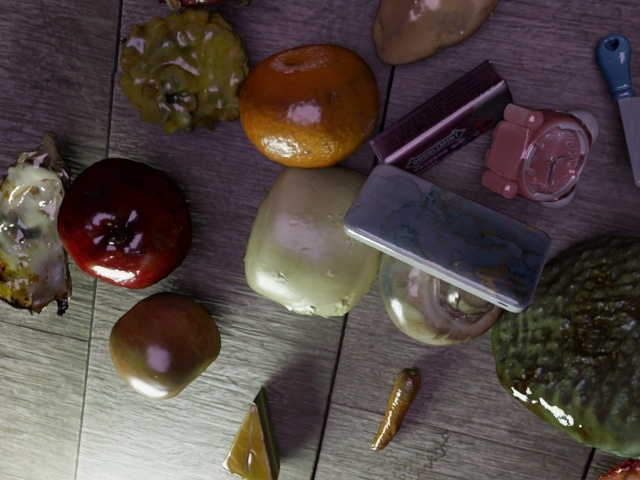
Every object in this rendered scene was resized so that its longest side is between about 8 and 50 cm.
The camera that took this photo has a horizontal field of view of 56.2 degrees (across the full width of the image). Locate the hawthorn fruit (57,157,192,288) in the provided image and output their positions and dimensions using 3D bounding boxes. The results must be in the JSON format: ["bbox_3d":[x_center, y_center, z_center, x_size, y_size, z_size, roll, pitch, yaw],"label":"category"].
[{"bbox_3d":[-0.329,-0.017,1.005,0.210,0.266,0.230,-40,108,4],"label":"hawthorn fruit"}]

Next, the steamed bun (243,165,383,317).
[{"bbox_3d":[0.000,0.000,1.015,0.232,0.166,0.273,27,105,4],"label":"steamed bun"}]

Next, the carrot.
[{"bbox_3d":[0.141,0.326,1.135,0.047,0.047,0.191,20,111,4],"label":"carrot"}]

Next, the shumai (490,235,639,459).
[{"bbox_3d":[0.491,0.204,0.923,0.324,0.397,0.323,-48,116,-3],"label":"shumai"}]

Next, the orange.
[{"bbox_3d":[-0.018,-0.210,0.950,0.224,0.224,0.170,-3,130,9],"label":"orange"}]

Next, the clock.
[{"bbox_3d":[0.354,-0.137,0.959,0.162,0.093,0.166,6,111,-22],"label":"clock"}]

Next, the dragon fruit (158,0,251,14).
[{"bbox_3d":[-0.195,-0.472,0.896,0.218,0.148,0.224,-3,60,4],"label":"dragon fruit"}]

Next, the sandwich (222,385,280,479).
[{"bbox_3d":[-0.104,0.382,1.165,0.113,0.079,0.163,25,104,0],"label":"sandwich"}]

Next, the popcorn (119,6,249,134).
[{"bbox_3d":[-0.221,-0.273,0.984,0.218,0.169,0.189,-16,98,18],"label":"popcorn"}]

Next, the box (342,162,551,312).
[{"bbox_3d":[0.184,-0.010,0.875,0.285,0.142,0.044,25,148,11],"label":"box"}]

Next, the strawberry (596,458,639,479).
[{"bbox_3d":[0.582,0.448,1.074,0.187,0.082,0.147,0,97,15],"label":"strawberry"}]

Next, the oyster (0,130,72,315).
[{"bbox_3d":[-0.545,-0.032,1.131,0.221,0.096,0.361,9,104,12],"label":"oyster"}]

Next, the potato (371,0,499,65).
[{"bbox_3d":[0.176,-0.377,0.922,0.234,0.128,0.161,-21,95,18],"label":"potato"}]

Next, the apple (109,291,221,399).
[{"bbox_3d":[-0.284,0.187,1.092,0.174,0.188,0.188,45,105,2],"label":"apple"}]

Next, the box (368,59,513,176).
[{"bbox_3d":[0.197,-0.184,0.967,0.224,0.120,0.069,-33,66,16],"label":"box"}]

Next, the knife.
[{"bbox_3d":[0.482,-0.204,0.924,0.058,0.032,0.244,-17,80,24],"label":"knife"}]

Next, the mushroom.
[{"bbox_3d":[0.210,0.050,0.974,0.255,0.184,0.255,3,81,-22],"label":"mushroom"}]
